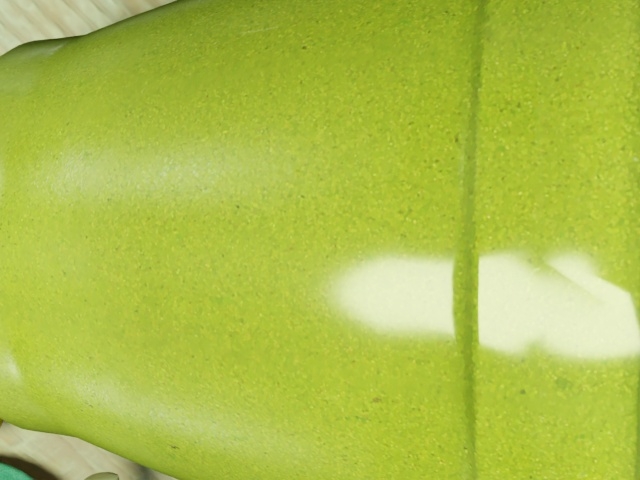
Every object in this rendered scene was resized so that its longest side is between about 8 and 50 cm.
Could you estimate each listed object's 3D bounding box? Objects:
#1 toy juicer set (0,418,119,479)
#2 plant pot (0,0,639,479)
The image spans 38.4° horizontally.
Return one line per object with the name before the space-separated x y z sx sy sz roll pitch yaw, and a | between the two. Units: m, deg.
toy juicer set | -0.272 0.219 0.773 0.329 0.089 0.209 18 104 3
plant pot | 0.000 0.000 0.523 0.353 0.366 0.366 1 118 16
